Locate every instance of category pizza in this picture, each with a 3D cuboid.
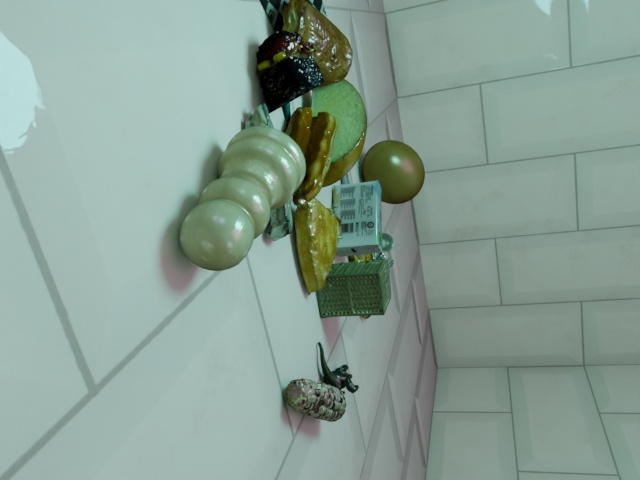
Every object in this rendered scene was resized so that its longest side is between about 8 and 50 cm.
[{"bbox_3d":[0.000,0.000,1.512,0.288,0.075,0.279,-25,114,-69],"label":"pizza"}]

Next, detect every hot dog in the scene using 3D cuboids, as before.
[{"bbox_3d":[-0.026,-0.539,1.462,0.272,0.122,0.196,10,90,-53],"label":"hot dog"},{"bbox_3d":[-0.041,-0.214,1.375,0.100,0.135,0.337,114,-11,-51],"label":"hot dog"}]

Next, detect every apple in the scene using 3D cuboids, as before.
[{"bbox_3d":[0.035,-0.320,1.574,0.179,0.254,0.346,21,57,-35],"label":"apple"}]

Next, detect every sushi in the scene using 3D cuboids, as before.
[{"bbox_3d":[-0.081,-0.414,1.278,0.172,0.153,0.150,-42,108,-42],"label":"sushi"},{"bbox_3d":[-0.090,-0.662,1.469,0.264,0.050,0.290,-64,151,-24],"label":"sushi"}]

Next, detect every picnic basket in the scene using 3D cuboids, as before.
[{"bbox_3d":[0.101,0.136,1.579,0.154,0.196,0.134,-43,125,-69],"label":"picnic basket"}]

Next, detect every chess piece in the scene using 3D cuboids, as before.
[{"bbox_3d":[-0.150,-0.070,0.964,0.299,0.167,0.167,-64,145,-47],"label":"chess piece"}]

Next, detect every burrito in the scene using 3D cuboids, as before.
[{"bbox_3d":[-0.114,-0.153,1.215,0.096,0.066,0.309,-53,135,-71],"label":"burrito"}]

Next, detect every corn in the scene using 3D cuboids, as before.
[{"bbox_3d":[-0.013,0.401,1.341,0.280,0.092,0.092,42,45,-58],"label":"corn"}]

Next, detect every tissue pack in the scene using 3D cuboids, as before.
[{"bbox_3d":[0.129,-0.062,1.782,0.145,0.159,0.229,49,40,-62],"label":"tissue pack"}]

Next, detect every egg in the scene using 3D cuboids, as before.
[{"bbox_3d":[0.300,-0.286,2.225,0.322,0.250,0.250,42,45,-57],"label":"egg"}]

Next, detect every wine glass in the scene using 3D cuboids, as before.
[{"bbox_3d":[0.278,0.001,2.100,0.096,0.264,0.309,-55,153,-6],"label":"wine glass"}]

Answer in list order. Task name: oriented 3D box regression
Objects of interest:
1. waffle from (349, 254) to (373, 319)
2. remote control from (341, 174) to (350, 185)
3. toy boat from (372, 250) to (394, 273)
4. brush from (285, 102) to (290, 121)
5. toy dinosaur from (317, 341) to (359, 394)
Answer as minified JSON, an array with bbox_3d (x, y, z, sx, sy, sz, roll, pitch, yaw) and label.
[{"bbox_3d":[0.167,0.151,1.988,0.309,0.065,0.283,17,68,-69],"label":"waffle"},{"bbox_3d":[0.085,-0.224,1.915,0.050,0.027,0.184,-34,112,-71],"label":"remote control"},{"bbox_3d":[0.227,0.131,1.999,0.084,0.066,0.210,25,62,-33],"label":"toy boat"},{"bbox_3d":[-0.100,-0.406,1.401,0.043,0.032,0.193,-73,164,-57],"label":"brush"},{"bbox_3d":[0.027,0.385,1.570,0.179,0.087,0.187,49,-1,7],"label":"toy dinosaur"}]
